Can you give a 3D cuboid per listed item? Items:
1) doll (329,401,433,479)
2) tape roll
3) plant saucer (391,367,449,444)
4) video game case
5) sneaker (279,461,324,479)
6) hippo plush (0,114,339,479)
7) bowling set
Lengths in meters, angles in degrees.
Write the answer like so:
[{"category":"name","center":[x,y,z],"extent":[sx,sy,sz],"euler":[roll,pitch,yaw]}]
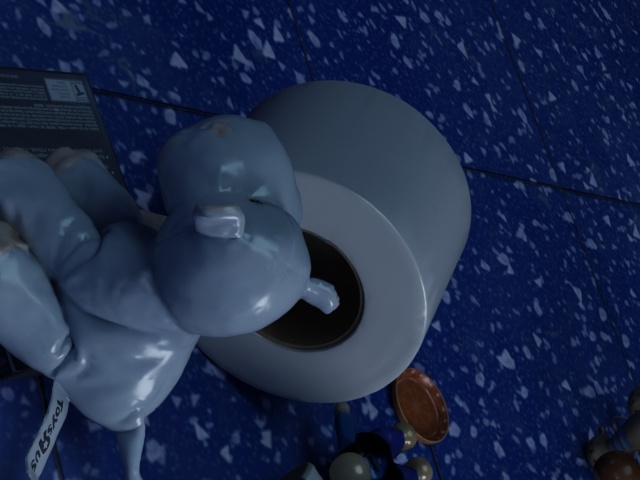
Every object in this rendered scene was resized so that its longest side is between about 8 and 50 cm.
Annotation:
[{"category":"doll","center":[0.048,0.207,1.353],"extent":[0.129,0.046,0.189],"euler":[65,18,10]},{"category":"tape roll","center":[0.000,0.000,1.309],"extent":[0.246,0.246,0.169],"euler":[50,35,-13]},{"category":"plant saucer","center":[0.102,0.173,1.516],"extent":[0.083,0.013,0.083],"euler":[33,41,-34]},{"category":"video game case","center":[-0.230,-0.022,1.227],"extent":[0.196,0.026,0.274],"euler":[-3,68,-53]},{"category":"sneaker","center":[-0.011,0.303,1.205],"extent":[0.163,0.086,0.226],"euler":[53,33,-4]},{"category":"hippo plush","center":[-0.134,0.013,1.087],"extent":[0.234,0.236,0.294],"euler":[31,43,-36]},{"category":"bowling set","center":[0.368,0.274,1.701],"extent":[0.200,0.154,0.287],"euler":[9,57,-27]}]
